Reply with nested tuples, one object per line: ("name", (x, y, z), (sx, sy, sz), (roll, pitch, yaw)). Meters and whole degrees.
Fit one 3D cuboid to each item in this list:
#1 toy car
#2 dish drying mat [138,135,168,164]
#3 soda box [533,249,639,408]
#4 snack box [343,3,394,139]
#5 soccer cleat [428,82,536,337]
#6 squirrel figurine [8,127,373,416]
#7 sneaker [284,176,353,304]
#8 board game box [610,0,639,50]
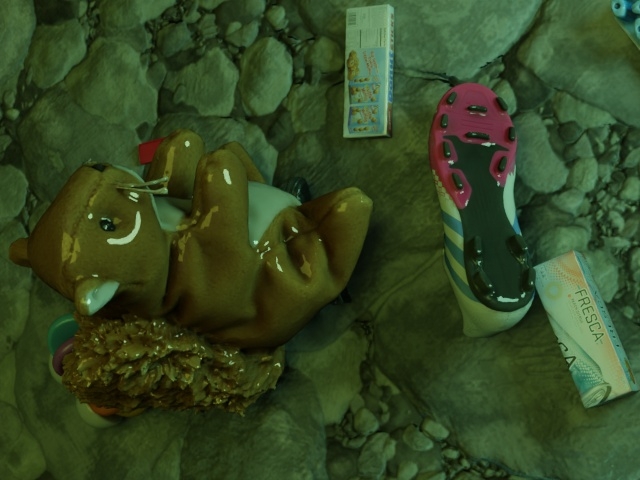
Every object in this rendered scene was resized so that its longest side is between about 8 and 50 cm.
("toy car", (-0.316, 0.170, 1.700), (0.159, 0.136, 0.182), (-45, 68, 15))
("dish drying mat", (-0.229, -0.135, 1.762), (0.083, 0.008, 0.032), (-12, 81, 24))
("soda box", (0.316, 0.106, 1.448), (0.063, 0.058, 0.183), (-26, 74, 21))
("snack box", (0.065, -0.226, 1.623), (0.064, 0.022, 0.178), (-1, 84, 25))
("soccer cleat", (0.185, -0.035, 1.498), (0.116, 0.143, 0.331), (2, 61, -11))
("squirrel figurine", (-0.192, 0.063, 1.500), (0.281, 0.370, 0.397), (32, 114, 38))
("sneaker", (-0.001, 0.000, 1.617), (0.089, 0.051, 0.170), (1, 91, 27))
("board game box", (0.564, -0.250, 1.313), (0.390, 0.050, 0.390), (-43, 63, 27))
